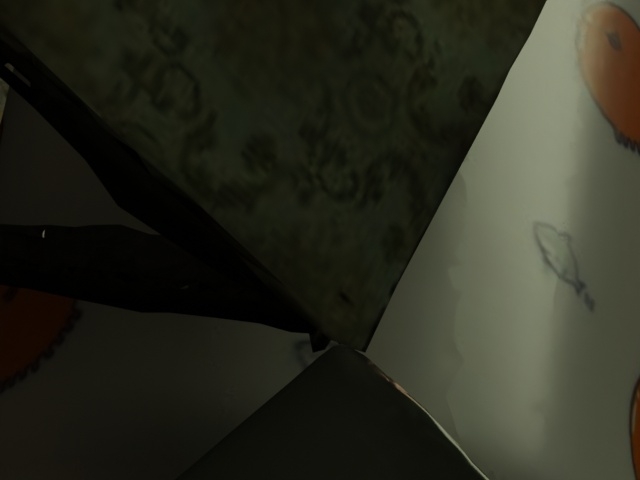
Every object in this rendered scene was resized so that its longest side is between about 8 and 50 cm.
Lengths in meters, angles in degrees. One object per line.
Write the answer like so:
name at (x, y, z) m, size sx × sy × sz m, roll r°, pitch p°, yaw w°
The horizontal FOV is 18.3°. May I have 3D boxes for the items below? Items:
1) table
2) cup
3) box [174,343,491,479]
table at (-0.132, -0.166, 0.410) m, size 0.272 × 0.222 × 0.335 m, roll 6°, pitch -30°, yaw 46°
cup at (0.000, 0.000, 0.600) m, size 0.212 × 0.317 × 0.212 m, roll 7°, pitch -32°, yaw 4°
box at (0.024, 0.138, 0.369) m, size 0.243 × 0.135 × 0.163 m, roll 45°, pitch -5°, yaw 10°
